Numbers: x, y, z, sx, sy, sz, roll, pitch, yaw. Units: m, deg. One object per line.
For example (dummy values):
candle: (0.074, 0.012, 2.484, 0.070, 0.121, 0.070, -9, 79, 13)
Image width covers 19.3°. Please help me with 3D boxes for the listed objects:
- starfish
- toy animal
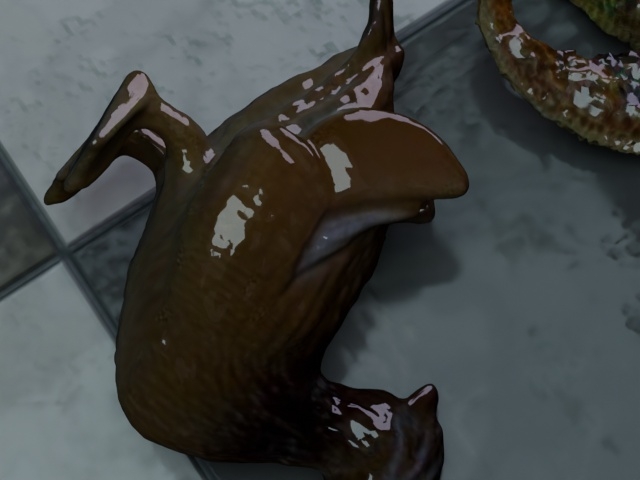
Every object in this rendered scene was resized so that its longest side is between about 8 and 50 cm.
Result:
starfish: (0.160, -0.064, 0.705, 0.210, 0.053, 0.150, 11, 87, 2)
toy animal: (0.000, 0.000, 0.674, 0.179, 0.089, 0.188, 39, 79, -5)
